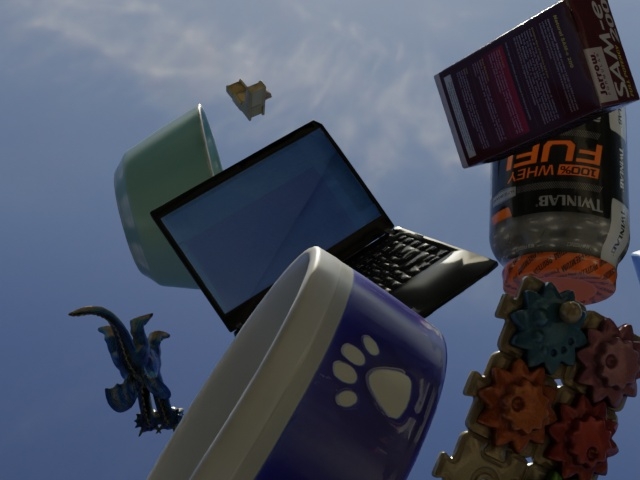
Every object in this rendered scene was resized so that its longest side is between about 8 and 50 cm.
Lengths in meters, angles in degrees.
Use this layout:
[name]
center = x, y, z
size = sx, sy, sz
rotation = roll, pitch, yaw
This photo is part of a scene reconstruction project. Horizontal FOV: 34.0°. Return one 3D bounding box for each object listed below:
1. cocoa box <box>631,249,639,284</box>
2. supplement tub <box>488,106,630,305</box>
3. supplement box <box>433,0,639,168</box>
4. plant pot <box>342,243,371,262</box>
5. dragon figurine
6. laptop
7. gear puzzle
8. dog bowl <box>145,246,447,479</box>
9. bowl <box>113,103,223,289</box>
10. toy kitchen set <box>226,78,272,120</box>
[cocoa box]
center = 0.699, 0.074, 1.612
size = 0.347, 0.228, 0.231
rotation = -19, -179, 3
[supplement tub]
center = 0.335, -0.077, 1.473
size = 0.193, 0.193, 0.316
rotation = 8, -112, -9
[supplement box]
center = 0.249, -0.183, 1.241
size = 0.073, 0.239, 0.130
rotation = -14, -94, -34
[plant pot]
center = -0.005, 0.053, 1.373
size = 0.215, 0.230, 0.215
rotation = -16, -141, 14
[dragon figurine]
center = -0.258, 0.187, 1.470
size = 0.085, 0.289, 0.144
rotation = -14, -115, 3
[laptop]
center = 0.000, 0.000, 1.079
size = 0.234, 0.137, 0.264
rotation = -32, -151, -23
[gear puzzle]
center = 0.195, 0.210, 0.957
size = 0.175, 0.044, 0.339
rotation = 29, -103, -20
[dog bowl]
center = -0.033, 0.140, 0.682
size = 0.104, 0.265, 0.265
rotation = 33, -138, -6
[bowl]
center = -0.229, -0.047, 1.682
size = 0.163, 0.312, 0.312
rotation = -15, -134, -1
[toy kitchen set]
center = -0.119, -0.277, 1.878
size = 0.068, 0.075, 0.083
rotation = -26, -119, -22
